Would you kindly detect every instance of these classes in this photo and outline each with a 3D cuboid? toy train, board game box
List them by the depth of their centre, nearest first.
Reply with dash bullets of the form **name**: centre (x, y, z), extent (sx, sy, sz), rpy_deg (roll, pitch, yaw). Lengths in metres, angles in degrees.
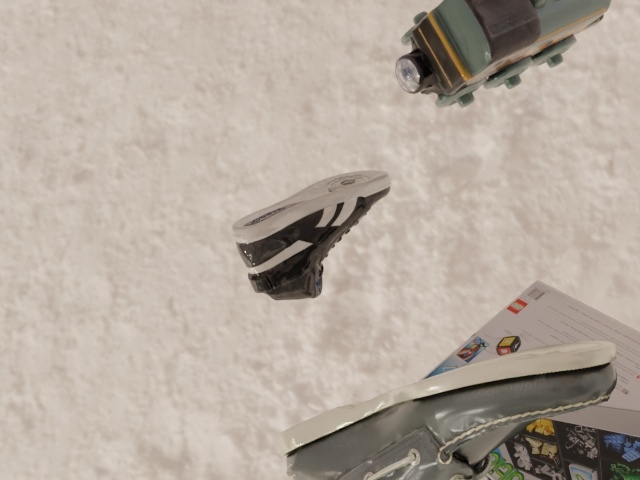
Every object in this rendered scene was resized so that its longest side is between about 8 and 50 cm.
- **board game box**: centre (0.224, 0.157, 0.730), extent (0.193, 0.053, 0.305), rpy_deg (-39, 29, -9)
- **toy train**: centre (0.254, -0.285, 1.103), extent (0.333, 0.190, 0.142), rpy_deg (-27, 89, -25)

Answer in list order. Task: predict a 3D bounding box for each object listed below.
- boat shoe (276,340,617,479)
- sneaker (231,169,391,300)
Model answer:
- **boat shoe**: centre (0.090, 0.152, 0.626), extent (0.319, 0.116, 0.099), rpy_deg (-30, 71, 43)
- **sneaker**: centre (0.000, 0.000, 1.014), extent (0.216, 0.121, 0.079), rpy_deg (-24, 21, -25)
